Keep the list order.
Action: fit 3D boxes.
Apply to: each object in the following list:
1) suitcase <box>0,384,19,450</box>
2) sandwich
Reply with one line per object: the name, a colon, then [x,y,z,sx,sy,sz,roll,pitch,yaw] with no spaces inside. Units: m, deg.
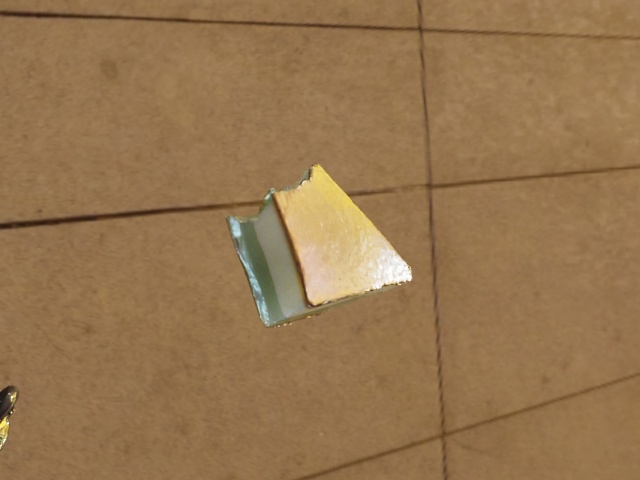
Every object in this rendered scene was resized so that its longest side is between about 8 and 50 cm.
suitcase: [-0.463,0.163,0.781,0.345,0.188,0.339,45,32,-14]
sandwich: [0.000,0.000,1.299,0.220,0.108,0.186,-10,78,-48]
